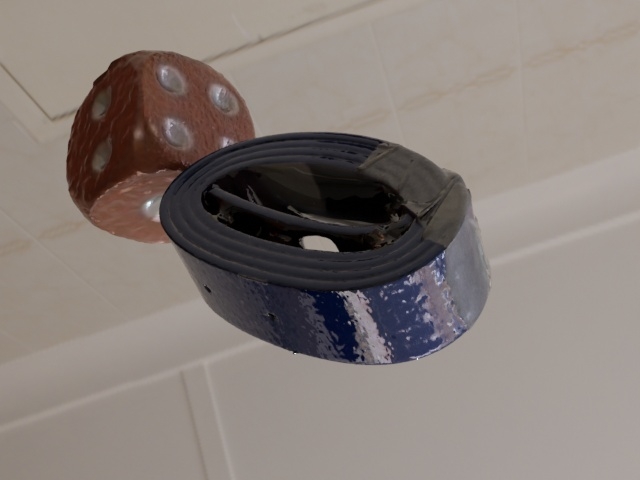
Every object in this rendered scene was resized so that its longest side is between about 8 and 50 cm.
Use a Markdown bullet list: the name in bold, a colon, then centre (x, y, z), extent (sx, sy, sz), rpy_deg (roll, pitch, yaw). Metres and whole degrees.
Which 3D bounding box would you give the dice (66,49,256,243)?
- **dice**: centre (-0.193, -0.112, 1.216), extent (0.175, 0.174, 0.179), rpy_deg (-31, -124, 40)

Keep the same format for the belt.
- **belt**: centre (0.000, 0.000, 1.010), extent (0.347, 0.117, 0.212), rpy_deg (13, -130, 37)
